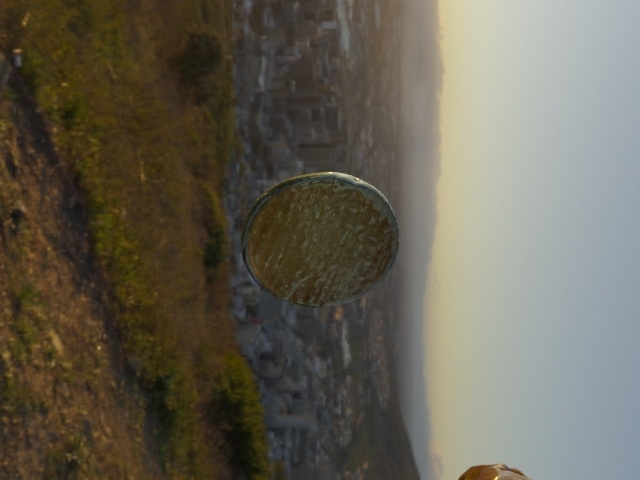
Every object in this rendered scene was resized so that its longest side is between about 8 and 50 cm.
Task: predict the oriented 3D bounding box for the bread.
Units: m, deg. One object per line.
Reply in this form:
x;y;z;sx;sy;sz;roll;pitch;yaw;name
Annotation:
0.000;0.000;1.181;0.040;0.266;0.267;-103;-174;-56;bread

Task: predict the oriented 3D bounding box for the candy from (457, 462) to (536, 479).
0.141;0.336;0.661;0.260;0.118;0.260;-63;176;-8;candy
